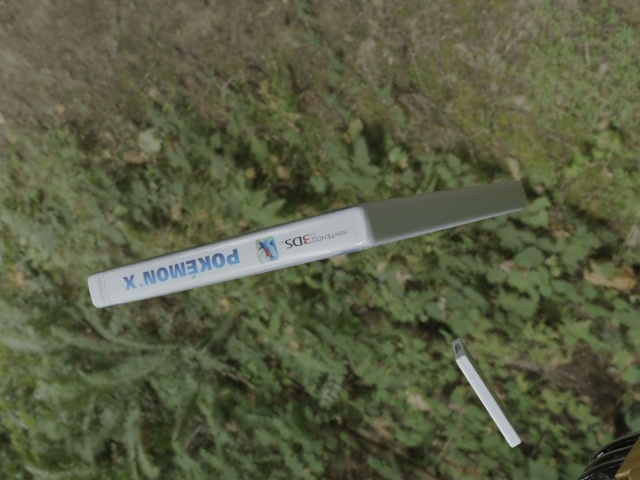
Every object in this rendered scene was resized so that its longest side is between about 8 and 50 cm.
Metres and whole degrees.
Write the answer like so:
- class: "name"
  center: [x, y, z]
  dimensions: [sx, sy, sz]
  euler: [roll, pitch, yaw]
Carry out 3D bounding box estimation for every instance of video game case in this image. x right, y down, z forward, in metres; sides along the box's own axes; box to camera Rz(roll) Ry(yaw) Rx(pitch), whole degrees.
- class: "video game case"
  center: [0.147, 0.133, 0.805]
  dimensions: [0.087, 0.011, 0.122]
  euler: [57, -174, 3]
- class: "video game case"
  center: [0.000, 0.000, 0.858]
  dimensions: [0.300, 0.329, 0.036]
  euler: [-14, 89, 33]

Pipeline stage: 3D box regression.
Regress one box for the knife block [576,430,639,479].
- class: "knife block"
  center: [0.343, 0.189, 0.792]
  dimensions: [0.088, 0.276, 0.242]
  euler: [48, -173, 3]
